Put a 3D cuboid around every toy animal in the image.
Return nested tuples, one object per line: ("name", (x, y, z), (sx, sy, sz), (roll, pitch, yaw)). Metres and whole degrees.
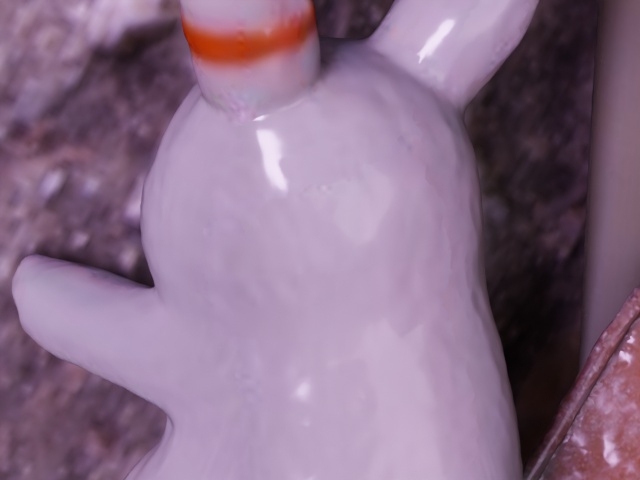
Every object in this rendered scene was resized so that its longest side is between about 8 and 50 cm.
("toy animal", (-0.008, 0.005, 0.569), (0.140, 0.138, 0.283), (-17, 107, -34))

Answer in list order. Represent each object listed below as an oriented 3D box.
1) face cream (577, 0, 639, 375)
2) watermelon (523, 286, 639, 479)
("face cream", (0.144, -0.087, 0.661), (0.137, 0.084, 0.341), (-22, 123, -38))
("watermelon", (0.274, 0.074, 0.680), (0.319, 0.222, 0.292), (33, 85, -47))
